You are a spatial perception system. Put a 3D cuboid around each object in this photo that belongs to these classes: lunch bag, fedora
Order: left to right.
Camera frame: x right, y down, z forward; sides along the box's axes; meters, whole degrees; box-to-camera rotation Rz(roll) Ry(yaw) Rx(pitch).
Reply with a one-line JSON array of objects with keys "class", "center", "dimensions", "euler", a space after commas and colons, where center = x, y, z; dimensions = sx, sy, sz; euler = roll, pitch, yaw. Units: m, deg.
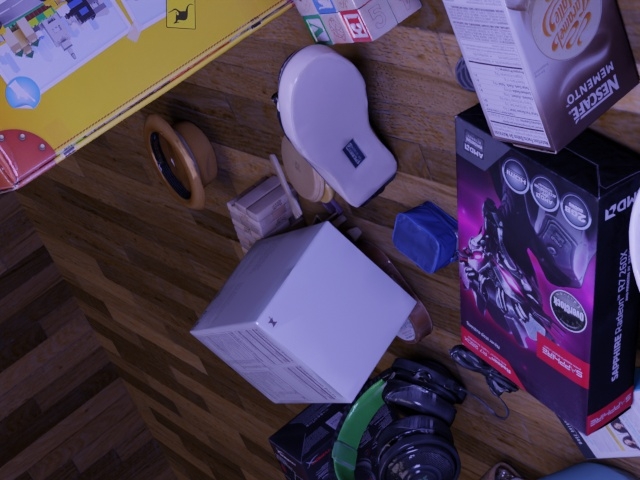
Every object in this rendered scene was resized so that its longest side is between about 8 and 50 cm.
[{"class": "fedora", "center": [-0.240, -0.150, 2.357], "dimensions": [0.194, 0.079, 0.194], "euler": [44, 152, 31]}, {"class": "lunch bag", "center": [0.157, -0.005, 1.837], "dimensions": [0.098, 0.065, 0.067], "euler": [41, 139, 29]}]

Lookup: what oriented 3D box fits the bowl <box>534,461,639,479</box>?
[{"class": "bowl", "center": [0.406, 0.441, 1.886], "dimensions": [0.311, 0.163, 0.312], "euler": [42, 154, 25]}]

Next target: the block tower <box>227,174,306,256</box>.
[{"class": "block tower", "center": [-0.067, 0.040, 2.291], "dimensions": [0.091, 0.097, 0.336], "euler": [32, 148, 40]}]

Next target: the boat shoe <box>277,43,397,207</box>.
[{"class": "boat shoe", "center": [-0.014, -0.176, 1.768], "dimensions": [0.158, 0.127, 0.340], "euler": [43, 171, 30]}]

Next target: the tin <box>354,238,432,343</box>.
[{"class": "tin", "center": [0.105, 0.084, 2.102], "dimensions": [0.190, 0.040, 0.106], "euler": [53, 153, 0]}]

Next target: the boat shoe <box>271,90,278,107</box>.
[{"class": "boat shoe", "center": [-0.043, -0.218, 1.934], "dimensions": [0.038, 0.046, 0.125], "euler": [48, 166, -3]}]

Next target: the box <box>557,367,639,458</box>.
[{"class": "box", "center": [0.401, 0.224, 1.710], "dimensions": [0.101, 0.060, 0.244], "euler": [55, 157, -4]}]

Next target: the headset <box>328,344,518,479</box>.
[{"class": "headset", "center": [0.141, 0.276, 2.072], "dimensions": [0.185, 0.243, 0.394], "euler": [35, 135, -28]}]

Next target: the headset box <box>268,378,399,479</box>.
[{"class": "headset box", "center": [0.055, 0.426, 2.456], "dimensions": [0.110, 0.218, 0.293], "euler": [27, 147, 47]}]

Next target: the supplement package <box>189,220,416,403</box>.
[{"class": "supplement package", "center": [-0.031, 0.119, 2.050], "dimensions": [0.198, 0.199, 0.262], "euler": [42, 157, -16]}]

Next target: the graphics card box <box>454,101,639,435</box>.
[{"class": "graphics card box", "center": [0.270, 0.030, 1.568], "dimensions": [0.233, 0.094, 0.371], "euler": [38, 145, 41]}]

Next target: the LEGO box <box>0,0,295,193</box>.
[{"class": "LEGO box", "center": [-0.305, -0.347, 1.656], "dimensions": [0.373, 0.500, 0.193], "euler": [60, 155, -15]}]

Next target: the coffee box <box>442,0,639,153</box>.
[{"class": "coffee box", "center": [0.211, -0.231, 1.311], "dimensions": [0.098, 0.141, 0.247], "euler": [19, 141, 52]}]

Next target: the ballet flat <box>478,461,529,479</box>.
[{"class": "ballet flat", "center": [0.378, 0.471, 2.085], "dimensions": [0.342, 0.116, 0.124], "euler": [41, 136, 35]}]

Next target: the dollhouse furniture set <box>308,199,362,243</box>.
[{"class": "dollhouse furniture set", "center": [0.000, 0.000, 2.116], "dimensions": [0.091, 0.081, 0.114], "euler": [48, 157, 10]}]

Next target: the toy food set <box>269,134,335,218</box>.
[{"class": "toy food set", "center": [-0.017, -0.116, 2.038], "dimensions": [0.132, 0.038, 0.192], "euler": [66, 157, 6]}]

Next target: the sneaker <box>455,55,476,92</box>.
[{"class": "sneaker", "center": [0.195, -0.187, 1.485], "dimensions": [0.170, 0.074, 0.063], "euler": [7, 131, 60]}]

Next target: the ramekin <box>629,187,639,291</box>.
[{"class": "ramekin", "center": [0.429, 0.011, 1.209], "dimensions": [0.273, 0.127, 0.273], "euler": [32, 137, 36]}]

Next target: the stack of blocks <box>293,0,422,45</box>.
[{"class": "stack of blocks", "center": [-0.017, -0.385, 1.582], "dimensions": [0.171, 0.087, 0.297], "euler": [10, 133, 58]}]
